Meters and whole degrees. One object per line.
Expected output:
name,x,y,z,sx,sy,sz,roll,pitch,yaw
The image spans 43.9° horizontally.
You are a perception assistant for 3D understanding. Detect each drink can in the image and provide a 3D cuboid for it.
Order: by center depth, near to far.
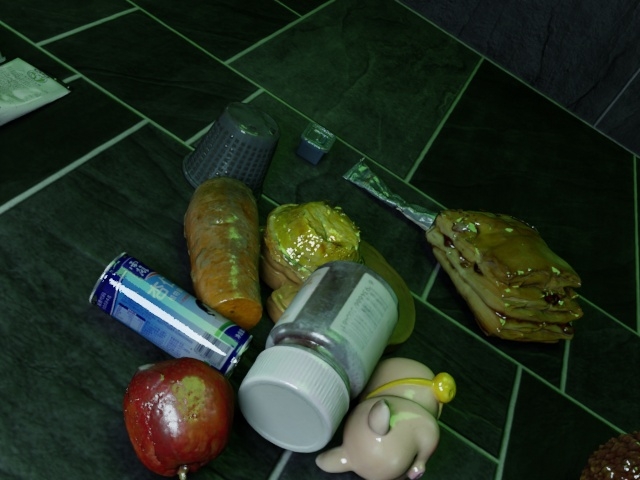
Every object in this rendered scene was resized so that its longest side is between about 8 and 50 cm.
drink can,-0.219,0.119,1.183,0.235,0.097,0.097,32,33,2

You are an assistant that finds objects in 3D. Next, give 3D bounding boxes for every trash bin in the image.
trash bin,-0.161,-0.179,1.564,0.176,0.161,0.175,24,33,-16

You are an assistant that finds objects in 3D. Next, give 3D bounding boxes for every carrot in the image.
carrot,-0.161,0.011,1.342,0.139,0.138,0.301,13,38,-27

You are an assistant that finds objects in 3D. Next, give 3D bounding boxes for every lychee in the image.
lychee,0.566,0.420,1.284,0.272,0.271,0.271,22,34,-16

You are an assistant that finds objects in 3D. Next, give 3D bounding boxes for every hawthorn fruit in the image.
hawthorn fruit,-0.179,0.236,1.025,0.148,0.148,0.172,9,48,-32

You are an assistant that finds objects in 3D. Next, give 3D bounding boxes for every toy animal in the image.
toy animal,0.116,0.267,1.213,0.149,0.165,0.248,32,26,9

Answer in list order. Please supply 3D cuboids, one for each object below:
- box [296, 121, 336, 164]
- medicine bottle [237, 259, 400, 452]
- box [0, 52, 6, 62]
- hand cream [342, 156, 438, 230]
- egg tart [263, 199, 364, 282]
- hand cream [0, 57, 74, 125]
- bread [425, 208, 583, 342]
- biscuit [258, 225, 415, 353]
box,-0.013,-0.222,1.837,0.074,0.054,0.099,29,33,-2
medicine bottle,0.002,0.168,1.202,0.165,0.165,0.273,34,46,3
box,-0.638,-0.340,1.432,0.084,0.069,0.122,-1,28,17
hand cream,0.174,-0.103,1.837,0.248,0.052,0.075,37,32,8
egg tart,0.000,-0.001,1.430,0.213,0.090,0.212,23,36,-18
hand cream,-0.571,-0.264,1.435,0.121,0.076,0.336,34,26,-6
bread,0.414,0.058,1.719,0.278,0.167,0.324,7,41,-33
biscuit,0.024,0.085,1.466,0.351,0.057,0.312,18,34,-22
